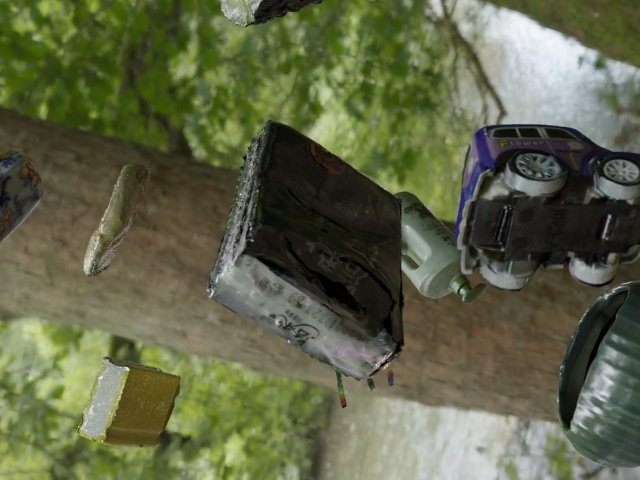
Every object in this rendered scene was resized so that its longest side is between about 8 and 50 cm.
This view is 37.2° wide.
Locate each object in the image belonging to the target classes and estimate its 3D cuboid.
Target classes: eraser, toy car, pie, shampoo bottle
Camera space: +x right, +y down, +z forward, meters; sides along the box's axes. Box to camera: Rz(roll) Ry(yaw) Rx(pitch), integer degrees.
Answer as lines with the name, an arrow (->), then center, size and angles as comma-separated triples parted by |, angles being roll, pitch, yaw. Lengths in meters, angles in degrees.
eraser -> -0.364, 0.318, 1.837 | 0.226, 0.069, 0.158 | 34, -109, -67
toy car -> 0.272, -0.052, 1.112 | 0.158, 0.235, 0.172 | -93, 4, -47
pie -> -0.346, -0.025, 1.594 | 0.218, 0.052, 0.185 | -57, 15, 41
shampoo bottle -> 0.182, 0.022, 1.607 | 0.234, 0.118, 0.087 | 47, 159, 34

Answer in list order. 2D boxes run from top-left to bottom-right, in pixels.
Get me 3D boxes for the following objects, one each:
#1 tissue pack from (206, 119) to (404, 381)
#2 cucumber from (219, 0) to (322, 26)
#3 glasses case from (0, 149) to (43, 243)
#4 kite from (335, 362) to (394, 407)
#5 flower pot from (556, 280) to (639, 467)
tissue pack -> 0.000, 0.000, 1.207 | 0.123, 0.245, 0.332 | -50, 18, 31
cucumber -> 0.036, -0.237, 0.738 | 0.300, 0.072, 0.072 | -33, -20, -38
glasses case -> -0.410, -0.008, 1.051 | 0.248, 0.065, 0.086 | -46, -35, -37
kite -> 0.061, 0.175, 1.642 | 0.285, 0.152, 0.015 | -100, -16, -55
flower pot -> 0.396, 0.168, 1.194 | 0.189, 0.157, 0.243 | -69, -3, -79
